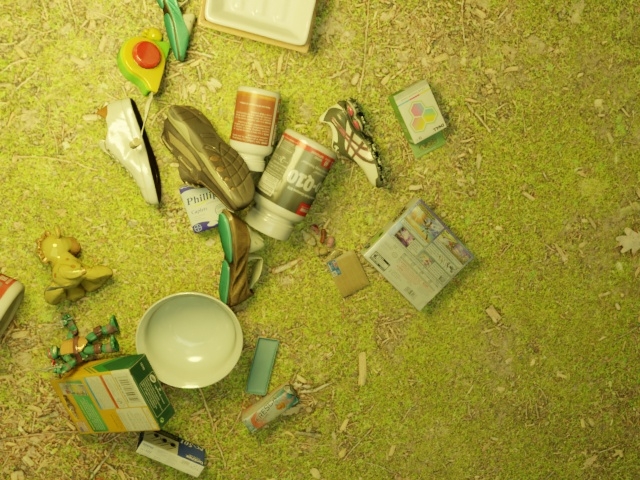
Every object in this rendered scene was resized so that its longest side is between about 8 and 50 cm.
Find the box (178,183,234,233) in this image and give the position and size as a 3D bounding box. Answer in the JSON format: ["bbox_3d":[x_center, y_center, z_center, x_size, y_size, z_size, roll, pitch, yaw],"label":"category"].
[{"bbox_3d":[-0.317,-0.106,1.571,0.126,0.072,0.137,-19,105,-6],"label":"box"}]

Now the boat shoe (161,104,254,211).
[{"bbox_3d":[-0.301,-0.202,1.475,0.130,0.132,0.355,-49,66,32],"label":"boat shoe"}]

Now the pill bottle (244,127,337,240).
[{"bbox_3d":[-0.087,-0.151,1.554,0.161,0.161,0.283,25,98,-15],"label":"pill bottle"}]

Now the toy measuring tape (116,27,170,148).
[{"bbox_3d":[-0.472,-0.401,1.416,0.121,0.121,0.330,14,75,-13],"label":"toy measuring tape"}]

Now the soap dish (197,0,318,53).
[{"bbox_3d":[-0.152,-0.634,1.448,0.290,0.118,0.229,11,101,-12],"label":"soap dish"}]

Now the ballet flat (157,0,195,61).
[{"bbox_3d":[-0.373,-0.595,1.440,0.087,0.083,0.247,-24,109,-19],"label":"ballet flat"}]

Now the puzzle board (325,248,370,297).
[{"bbox_3d":[0.085,0.101,1.726,0.096,0.011,0.128,-27,106,-2],"label":"puzzle board"}]

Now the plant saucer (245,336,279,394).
[{"bbox_3d":[-0.183,0.391,1.744,0.067,0.018,0.192,12,100,-13],"label":"plant saucer"}]

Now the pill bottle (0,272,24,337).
[{"bbox_3d":[-0.987,0.130,1.434,0.363,0.210,0.210,28,97,-16],"label":"pill bottle"}]

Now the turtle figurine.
[{"bbox_3d":[-0.695,0.294,1.582,0.234,0.118,0.175,-14,65,-8],"label":"turtle figurine"}]

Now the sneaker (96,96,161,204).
[{"bbox_3d":[-0.515,-0.225,1.497,0.123,0.106,0.290,-17,95,-3],"label":"sneaker"}]

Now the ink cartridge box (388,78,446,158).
[{"bbox_3d":[0.292,-0.350,1.627,0.109,0.062,0.209,-29,107,-3],"label":"ink cartridge box"}]

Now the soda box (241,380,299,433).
[{"bbox_3d":[-0.160,0.523,1.756,0.183,0.063,0.058,-34,107,-1],"label":"soda box"}]

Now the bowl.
[{"bbox_3d":[-0.371,0.264,1.613,0.297,0.134,0.298,-2,107,-6],"label":"bowl"}]

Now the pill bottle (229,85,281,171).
[{"bbox_3d":[-0.182,-0.303,1.521,0.121,0.121,0.216,9,102,-12],"label":"pill bottle"}]

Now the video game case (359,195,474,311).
[{"bbox_3d":[0.298,0.042,1.723,0.244,0.061,0.269,-45,107,4],"label":"video game case"}]

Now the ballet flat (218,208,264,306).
[{"bbox_3d":[-0.221,0.046,1.570,0.124,0.116,0.342,-12,130,-23],"label":"ballet flat"}]

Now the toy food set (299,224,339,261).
[{"bbox_3d":[0.000,0.000,1.683,0.078,0.019,0.122,-35,99,-1],"label":"toy food set"}]

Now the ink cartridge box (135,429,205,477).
[{"bbox_3d":[-0.456,0.644,1.714,0.207,0.097,0.046,31,97,-16],"label":"ink cartridge box"}]

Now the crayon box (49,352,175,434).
[{"bbox_3d":[-0.596,0.443,1.596,0.323,0.083,0.203,-13,108,26],"label":"crayon box"}]

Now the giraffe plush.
[{"bbox_3d":[-0.695,0.059,1.508,0.181,0.210,0.170,-31,78,2],"label":"giraffe plush"}]

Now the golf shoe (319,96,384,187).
[{"bbox_3d":[0.100,-0.268,1.606,0.120,0.105,0.273,-23,101,12],"label":"golf shoe"}]
